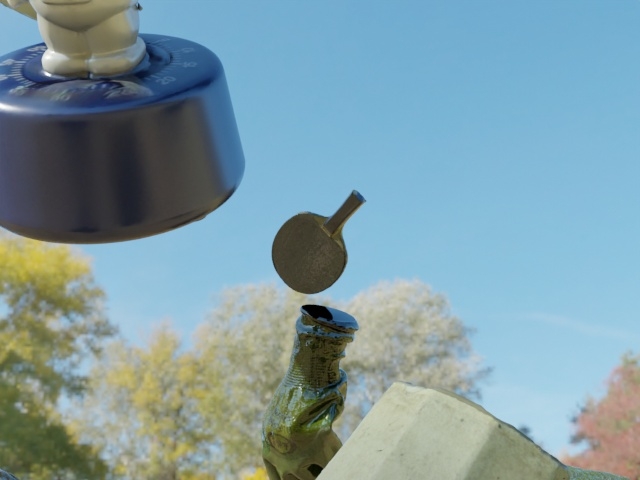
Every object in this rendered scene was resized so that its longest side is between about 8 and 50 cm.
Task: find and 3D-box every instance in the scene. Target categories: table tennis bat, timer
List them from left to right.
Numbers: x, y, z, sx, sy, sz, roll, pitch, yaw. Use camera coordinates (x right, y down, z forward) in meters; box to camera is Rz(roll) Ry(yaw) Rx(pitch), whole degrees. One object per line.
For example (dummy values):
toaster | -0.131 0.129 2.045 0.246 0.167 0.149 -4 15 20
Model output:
timer | -0.214 -0.218 0.839 0.271 0.270 0.383 -2 -61 -2
table tennis bat | 0.000 0.000 1.071 0.158 0.095 0.014 -48 -12 30

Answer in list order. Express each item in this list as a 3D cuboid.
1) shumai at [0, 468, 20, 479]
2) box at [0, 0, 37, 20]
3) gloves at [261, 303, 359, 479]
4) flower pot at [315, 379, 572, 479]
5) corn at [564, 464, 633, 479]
shumai | -0.255 0.236 0.618 0.166 0.206 0.175 -27 -22 -26
box | -0.315 -0.397 0.979 0.166 0.290 0.220 -21 -7 10
gloves | -0.011 0.203 1.020 0.107 0.268 0.135 -4 14 -17
flower pot | 0.046 0.202 0.482 0.212 0.202 0.212 32 -22 15
corn | 0.231 0.280 0.868 0.305 0.123 0.122 19 -38 -39
